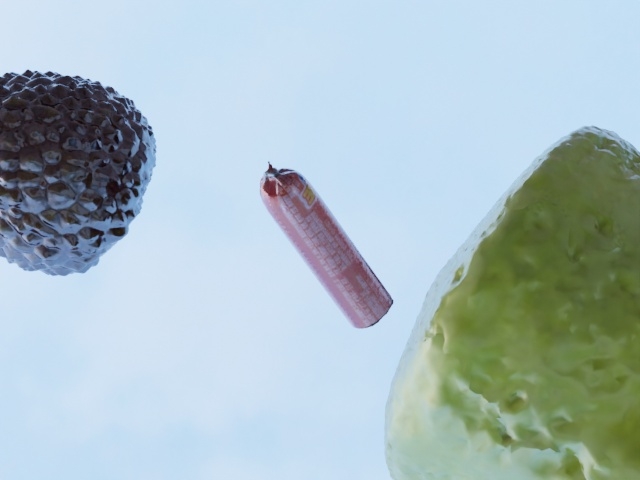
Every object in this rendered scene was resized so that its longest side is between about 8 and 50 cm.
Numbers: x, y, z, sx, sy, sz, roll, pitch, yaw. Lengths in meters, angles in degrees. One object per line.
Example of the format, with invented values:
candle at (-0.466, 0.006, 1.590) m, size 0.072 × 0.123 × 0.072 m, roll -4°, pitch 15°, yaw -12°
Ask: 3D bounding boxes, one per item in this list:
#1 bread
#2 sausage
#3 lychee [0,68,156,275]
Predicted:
bread at (0.244, 0.106, 1.318) m, size 0.308 × 0.348 × 0.348 m, roll 27°, pitch -123°, yaw 21°
sausage at (0.000, 0.000, 1.012) m, size 0.034 × 0.129 × 0.034 m, roll -25°, pitch -148°, yaw 17°
lychee at (-0.238, -0.064, 1.408) m, size 0.188 × 0.188 × 0.188 m, roll 3°, pitch -124°, yaw -5°
